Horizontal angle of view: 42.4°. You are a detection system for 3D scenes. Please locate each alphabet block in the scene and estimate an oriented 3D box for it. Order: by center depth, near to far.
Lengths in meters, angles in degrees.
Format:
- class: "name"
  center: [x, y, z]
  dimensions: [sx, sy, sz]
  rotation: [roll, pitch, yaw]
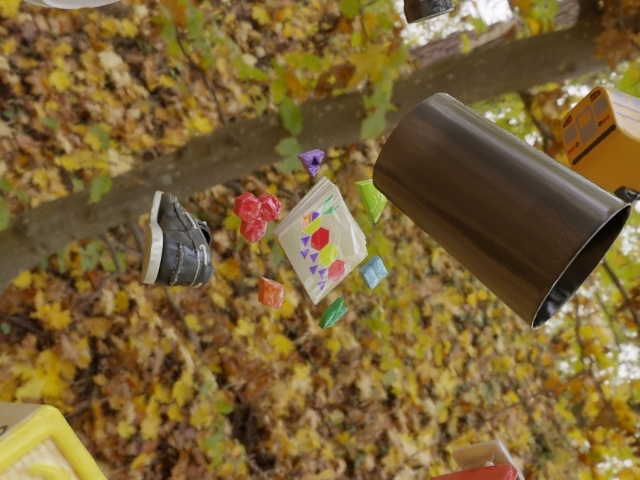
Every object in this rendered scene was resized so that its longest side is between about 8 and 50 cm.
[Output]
- class: "alphabet block"
  center: [-0.324, 0.292, 0.834]
  dimensions: [0.197, 0.192, 0.193]
  rotation: [-14, -69, 56]

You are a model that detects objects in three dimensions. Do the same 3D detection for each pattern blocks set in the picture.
- class: "pattern blocks set"
  center: [0.000, 0.000, 1.364]
  dimensions: [0.026, 0.285, 0.324]
  rotation: [28, -35, 45]

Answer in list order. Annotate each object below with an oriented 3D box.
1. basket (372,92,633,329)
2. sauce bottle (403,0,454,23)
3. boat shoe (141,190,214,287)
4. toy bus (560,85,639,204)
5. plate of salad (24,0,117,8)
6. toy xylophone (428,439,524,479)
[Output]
- class: "basket"
  center: [0.178, -0.039, 0.852]
  dimensions: [0.227, 0.154, 0.204]
  rotation: [40, -2, 20]
- class: "sauce bottle"
  center: [0.108, -0.475, 1.128]
  dimensions: [0.111, 0.112, 0.344]
  rotation: [-137, -152, -79]
- class: "boat shoe"
  center: [-0.172, -0.001, 0.988]
  dimensions: [0.233, 0.079, 0.083]
  rotation: [-123, -139, -68]
- class: "toy bus"
  center: [0.537, -0.119, 1.260]
  dimensions: [0.108, 0.333, 0.130]
  rotation: [-51, -147, 46]
- class: "plate of salad"
  center: [-0.303, -0.354, 1.086]
  dimensions: [0.200, 0.200, 0.048]
  rotation: [171, -96, -86]
- class: "toy xylophone"
  center: [0.175, 0.395, 1.054]
  dimensions: [0.081, 0.322, 0.236]
  rotation: [44, -40, -5]
